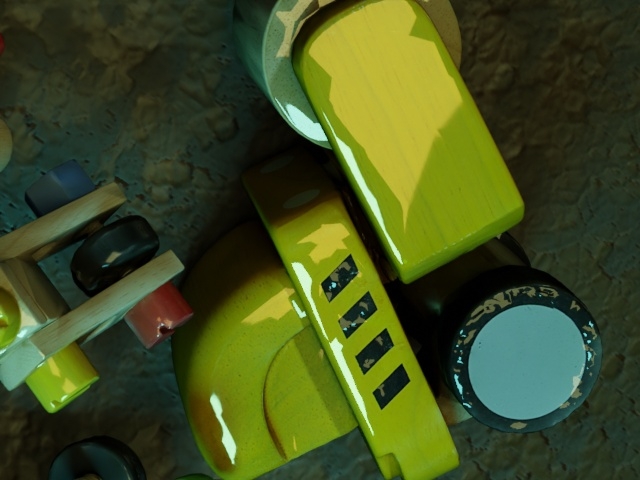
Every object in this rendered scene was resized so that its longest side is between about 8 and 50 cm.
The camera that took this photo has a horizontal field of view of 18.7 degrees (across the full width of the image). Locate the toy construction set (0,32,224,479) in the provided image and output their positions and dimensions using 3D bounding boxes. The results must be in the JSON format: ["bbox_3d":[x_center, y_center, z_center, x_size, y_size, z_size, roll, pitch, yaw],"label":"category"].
[{"bbox_3d":[-0.223,0.035,1.039,0.257,0.237,0.309,-11,90,20],"label":"toy construction set"}]

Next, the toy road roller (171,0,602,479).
[{"bbox_3d":[0.000,0.000,1.170,0.240,0.202,0.330,-26,107,-3],"label":"toy road roller"}]
